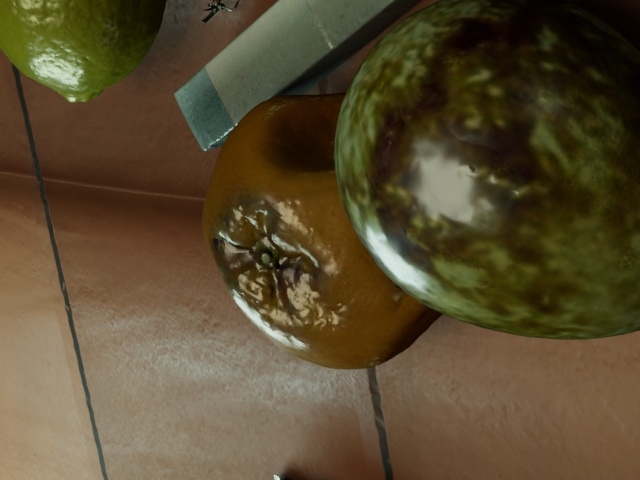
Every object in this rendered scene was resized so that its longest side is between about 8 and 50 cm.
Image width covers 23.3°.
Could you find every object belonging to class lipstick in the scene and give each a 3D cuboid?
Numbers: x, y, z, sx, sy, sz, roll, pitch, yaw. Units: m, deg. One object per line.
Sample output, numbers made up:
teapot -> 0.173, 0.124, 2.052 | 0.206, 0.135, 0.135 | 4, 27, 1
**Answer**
lipstick -> -0.016, -0.174, 1.354 | 0.317, 0.066, 0.068 | -32, 83, 49

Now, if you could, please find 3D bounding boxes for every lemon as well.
lemon -> -0.235, -0.240, 1.479 | 0.184, 0.184, 0.248 | 29, 126, 36

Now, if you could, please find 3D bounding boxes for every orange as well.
orange -> 0.000, 0.000, 1.329 | 0.249, 0.183, 0.249 | 21, 120, 40

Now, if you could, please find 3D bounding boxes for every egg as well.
egg -> 0.148, -0.047, 1.105 | 0.289, 0.238, 0.238 | 35, 132, 16

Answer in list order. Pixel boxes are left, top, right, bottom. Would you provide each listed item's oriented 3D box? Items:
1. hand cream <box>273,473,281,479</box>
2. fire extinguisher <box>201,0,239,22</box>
hand cream -> 0.010, 0.347, 1.594 | 0.234, 0.050, 0.080 | 50, 141, 28
fire extinguisher -> -0.081, -0.247, 1.428 | 0.046, 0.032, 0.100 | 13, 123, 5
